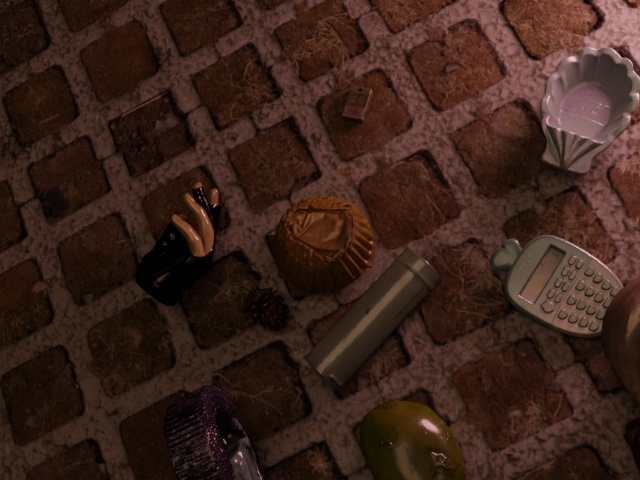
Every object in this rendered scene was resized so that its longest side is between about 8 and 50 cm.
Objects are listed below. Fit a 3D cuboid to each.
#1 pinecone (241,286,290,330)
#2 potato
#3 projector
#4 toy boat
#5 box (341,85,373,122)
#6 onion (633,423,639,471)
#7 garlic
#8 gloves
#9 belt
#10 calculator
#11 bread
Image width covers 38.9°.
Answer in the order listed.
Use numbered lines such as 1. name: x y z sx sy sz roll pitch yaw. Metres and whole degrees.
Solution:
1. pinecone: -0.120 0.153 2.041 0.109 0.102 0.102 29 83 18
2. potato: 0.187 0.434 1.837 0.253 0.148 0.186 42 90 22
3. projector: 0.115 0.170 1.965 0.337 0.108 0.108 -47 67 -2
4. toy boat: 0.579 -0.276 1.980 0.200 0.100 0.290 22 79 21
5. box: 0.089 -0.327 2.175 0.053 0.024 0.083 12 78 19
6. onion: 0.693 0.414 1.641 0.250 0.247 0.111 18 47 21
7. garlic: 0.691 0.147 1.721 0.340 0.231 0.245 -39 45 15
8. gloves: -0.319 0.006 2.116 0.197 0.152 0.301 9 77 56
9. belt: -0.215 0.432 1.862 0.122 0.325 0.260 -26 93 4
10. calculator: 0.499 0.092 1.917 0.295 0.042 0.184 32 83 20
11. bread: -0.001 0.001 2.034 0.240 0.139 0.239 -6 69 17
